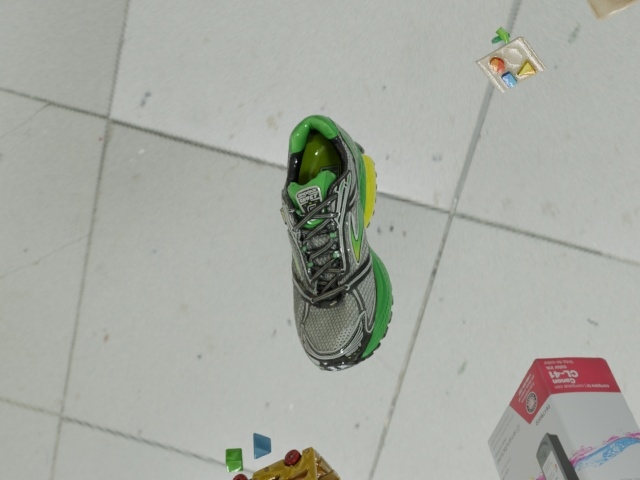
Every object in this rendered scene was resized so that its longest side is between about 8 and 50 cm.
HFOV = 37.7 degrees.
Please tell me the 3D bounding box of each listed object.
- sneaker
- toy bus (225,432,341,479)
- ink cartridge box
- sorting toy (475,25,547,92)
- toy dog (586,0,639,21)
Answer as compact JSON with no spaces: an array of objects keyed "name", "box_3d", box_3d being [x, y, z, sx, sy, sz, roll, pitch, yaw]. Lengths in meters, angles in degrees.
[{"name":"sneaker","box_3d":[0.000,0.000,1.187,0.134,0.146,0.343,-16,63,19]},{"name":"toy bus","box_3d":[-0.064,0.411,1.461,0.191,0.104,0.202,9,124,-11]},{"name":"ink cartridge box","box_3d":[0.374,0.355,1.362,0.131,0.306,0.226,4,132,-15]},{"name":"sorting toy","box_3d":[0.203,-0.199,1.030,0.062,0.012,0.083,-25,133,30]},{"name":"toy dog","box_3d":[0.356,-0.341,0.871,0.334,0.161,0.220,-5,112,30]}]
